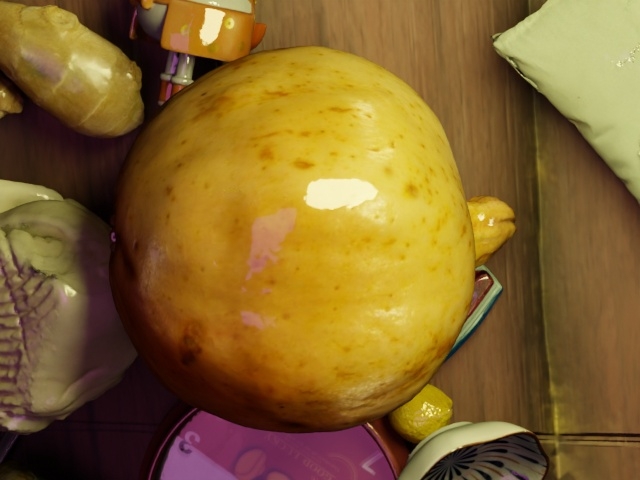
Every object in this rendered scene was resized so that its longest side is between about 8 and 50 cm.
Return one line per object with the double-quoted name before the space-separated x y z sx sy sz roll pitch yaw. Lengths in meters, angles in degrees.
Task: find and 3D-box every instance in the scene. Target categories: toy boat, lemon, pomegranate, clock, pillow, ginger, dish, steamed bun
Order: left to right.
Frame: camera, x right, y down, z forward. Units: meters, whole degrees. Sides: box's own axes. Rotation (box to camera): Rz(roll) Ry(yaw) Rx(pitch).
"ginger" -0.403 -0.205 1.875 0.363 0.122 0.348 -23 105 31
"steamed bun" -0.311 0.072 1.860 0.320 0.206 0.275 19 110 35
"clock" -0.046 0.289 1.899 0.318 0.080 0.319 1 97 7
"pomegranate" 0.000 0.000 1.688 0.410 0.410 0.410 4 105 16
"toy boat" 0.093 0.109 1.808 0.229 0.046 0.080 -41 95 4
"lemon" 0.107 0.183 1.836 0.092 0.065 0.065 -2 105 51
"dish" 0.145 0.243 1.817 0.191 0.190 0.066 -51 48 21
"pillow" 0.366 -0.173 1.641 0.310 0.119 0.312 -42 89 18

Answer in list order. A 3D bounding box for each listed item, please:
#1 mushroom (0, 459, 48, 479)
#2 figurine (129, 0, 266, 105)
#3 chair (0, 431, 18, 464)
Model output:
"mushroom" -0.239 0.350 1.972 0.333 0.107 0.087 28 94 -13
"figurine" -0.128 -0.267 1.768 0.143 0.143 0.271 2 106 17
"chair" -0.508 0.283 1.993 0.190 0.203 0.275 33 103 19
